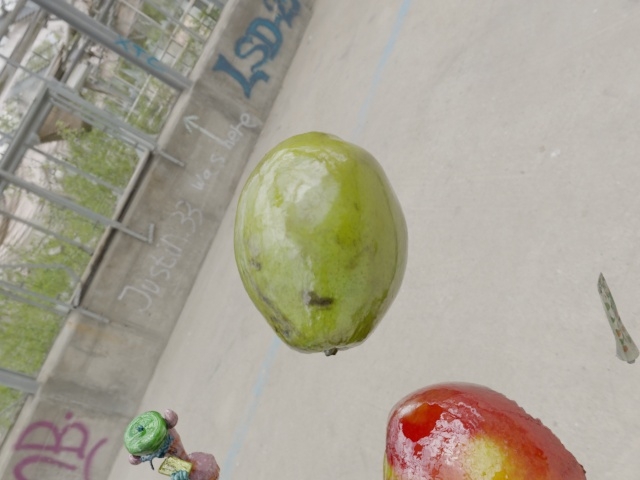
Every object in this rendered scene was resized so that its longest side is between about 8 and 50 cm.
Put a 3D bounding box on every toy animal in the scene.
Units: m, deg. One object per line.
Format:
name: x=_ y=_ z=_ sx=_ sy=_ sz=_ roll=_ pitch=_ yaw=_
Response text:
toy animal: x=-0.201 y=0.338 z=0.695 sx=0.100 sy=0.208 sz=0.103 roll=-25 pitch=28 yaw=-20

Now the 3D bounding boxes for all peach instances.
peach: x=0.186 y=0.265 z=0.557 sx=0.196 sy=0.226 sz=0.189 roll=3 pitch=-88 yaw=-84

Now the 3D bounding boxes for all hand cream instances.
hand cream: x=0.492 y=0.135 z=0.802 sx=0.037 sy=0.165 sz=0.057 roll=-16 pitch=15 yaw=40

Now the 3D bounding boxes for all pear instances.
pear: x=0.000 y=0.000 z=0.570 sx=0.212 sy=0.212 sz=0.269 roll=-31 pitch=59 yaw=45
